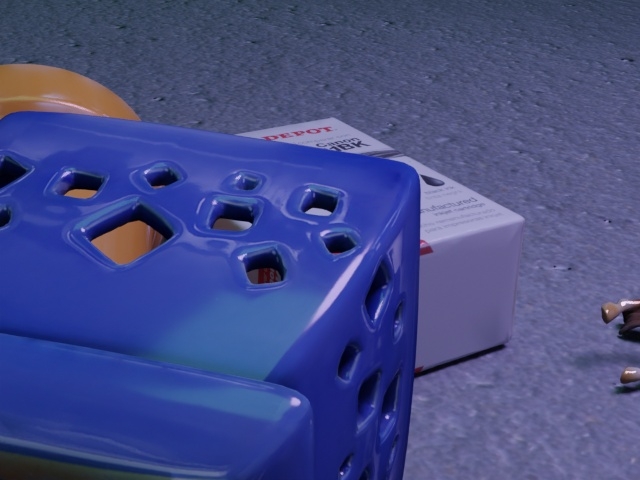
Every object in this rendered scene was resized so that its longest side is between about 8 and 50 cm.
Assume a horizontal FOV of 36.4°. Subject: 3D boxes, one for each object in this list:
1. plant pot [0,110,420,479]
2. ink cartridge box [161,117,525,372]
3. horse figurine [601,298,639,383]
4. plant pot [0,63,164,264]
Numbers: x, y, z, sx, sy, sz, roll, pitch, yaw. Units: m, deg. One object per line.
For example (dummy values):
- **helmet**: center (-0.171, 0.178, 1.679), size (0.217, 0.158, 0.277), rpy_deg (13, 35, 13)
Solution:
- **plant pot**: center (-0.085, 0.092, 0.474), size (0.236, 0.236, 0.212), rpy_deg (8, 32, 12)
- **ink cartridge box**: center (0.000, 0.000, 0.800), size (0.197, 0.114, 0.273), rpy_deg (-14, 29, -29)
- **horse figurine**: center (0.307, 0.096, 0.682), size (0.174, 0.066, 0.263), rpy_deg (-7, 29, -6)
- **plant pot**: center (-0.202, 0.009, 0.683), size (0.205, 0.205, 0.188), rpy_deg (-5, 36, -16)
